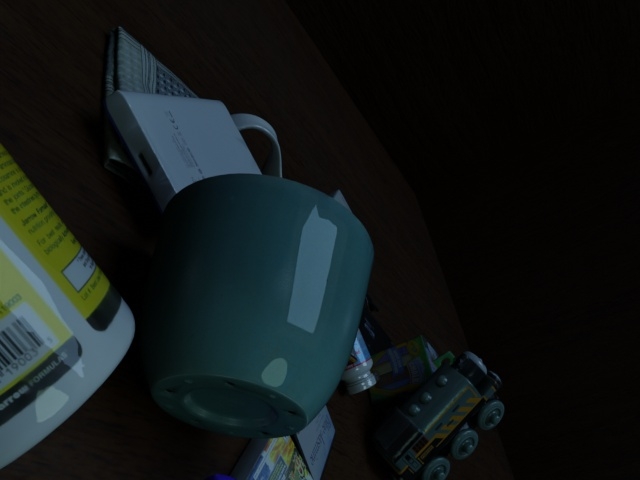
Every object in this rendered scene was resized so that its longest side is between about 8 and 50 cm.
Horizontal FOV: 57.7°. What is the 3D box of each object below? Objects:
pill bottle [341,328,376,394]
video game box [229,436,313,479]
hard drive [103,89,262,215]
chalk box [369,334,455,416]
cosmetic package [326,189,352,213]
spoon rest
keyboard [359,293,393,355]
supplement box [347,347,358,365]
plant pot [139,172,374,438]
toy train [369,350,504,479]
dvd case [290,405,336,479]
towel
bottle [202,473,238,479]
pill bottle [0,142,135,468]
[{"bbox_3d":[0.060,0.244,1.255,0.160,0.087,0.087,67,17,7],"label":"pill bottle"},{"bbox_3d":[-0.058,0.382,0.799,0.187,0.048,0.205,65,17,-8],"label":"video game box"},{"bbox_3d":[-0.196,-0.135,0.946,0.210,0.040,0.318,62,19,-2],"label":"hard drive"},{"bbox_3d":[0.234,0.333,1.427,0.132,0.213,0.132,48,24,-42],"label":"chalk box"},{"bbox_3d":[0.000,0.000,1.303,0.151,0.151,0.184,61,17,-10],"label":"cosmetic package"},{"bbox_3d":[-0.110,-0.162,1.257,0.276,0.084,0.137,62,10,-47],"label":"spoon rest"},{"bbox_3d":[0.121,0.214,1.569,0.317,0.033,0.202,53,27,-36],"label":"keyboard"},{"bbox_3d":[0.027,0.232,1.181,0.043,0.083,0.055,45,26,-49],"label":"supplement box"},{"bbox_3d":[-0.089,0.103,0.726,0.293,0.292,0.235,50,38,-40],"label":"plant pot"},{"bbox_3d":[0.263,0.397,1.288,0.190,0.334,0.142,50,-7,-34],"label":"toy train"},{"bbox_3d":[-0.037,0.270,0.990,0.180,0.022,0.253,-51,123,-72],"label":"dvd case"},{"bbox_3d":[-0.241,-0.173,1.000,0.312,0.056,0.324,42,29,-51],"label":"towel"},{"bbox_3d":[-0.047,0.377,0.647,0.283,0.118,0.092,46,7,-22],"label":"bottle"},{"bbox_3d":[-0.299,-0.011,0.396,0.334,0.187,0.188,59,18,-19],"label":"pill bottle"}]
